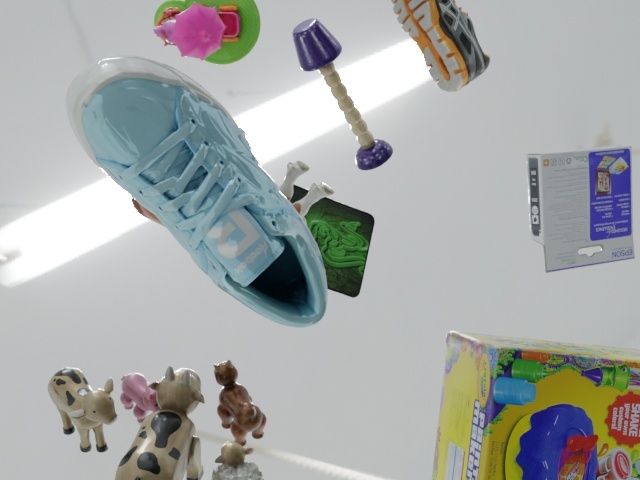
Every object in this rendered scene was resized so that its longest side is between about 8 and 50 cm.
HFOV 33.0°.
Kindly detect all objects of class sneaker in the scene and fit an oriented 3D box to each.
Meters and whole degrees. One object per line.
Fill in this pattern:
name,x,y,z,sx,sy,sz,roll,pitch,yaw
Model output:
sneaker,0.174,-0.322,1.577,0.083,0.084,0.215,-23,-91,-30
sneaker,-0.096,-0.038,1.073,0.135,0.150,0.366,-45,-49,3

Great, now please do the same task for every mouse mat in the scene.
mouse mat,0.000,0.000,1.807,0.189,0.007,0.153,20,-107,-26

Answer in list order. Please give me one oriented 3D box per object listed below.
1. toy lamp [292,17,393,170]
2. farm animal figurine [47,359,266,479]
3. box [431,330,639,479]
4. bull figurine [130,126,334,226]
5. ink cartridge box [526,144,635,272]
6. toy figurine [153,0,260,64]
toy lamp,0.034,-0.247,1.826,0.080,0.080,0.275,-49,-54,-30
farm animal figurine,-0.243,0.273,1.576,0.327,0.330,0.172,-96,5,-52
box,0.283,0.265,1.216,0.279,0.177,0.290,6,-90,-11
bull figurine,-0.099,-0.036,1.481,0.310,0.101,0.188,27,-74,-23
ink cartridge box,0.461,-0.058,1.905,0.206,0.045,0.208,-7,-84,-26
toy figurine,-0.192,-0.320,1.611,0.159,0.173,0.130,-52,-36,-70
